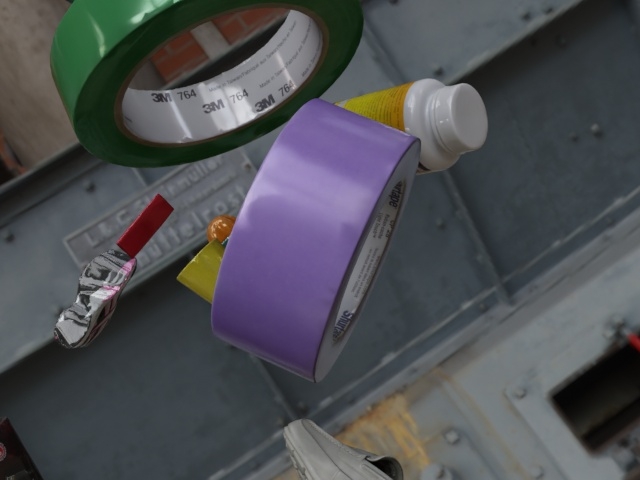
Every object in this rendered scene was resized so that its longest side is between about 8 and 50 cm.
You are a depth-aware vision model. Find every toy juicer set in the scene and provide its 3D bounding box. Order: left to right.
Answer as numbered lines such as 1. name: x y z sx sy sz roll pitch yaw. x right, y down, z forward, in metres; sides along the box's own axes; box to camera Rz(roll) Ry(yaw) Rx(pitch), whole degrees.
1. toy juicer set: -0.085 -0.023 1.290 0.209 0.089 0.329 -47 0 2

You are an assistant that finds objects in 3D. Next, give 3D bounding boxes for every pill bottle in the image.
1. pill bottle: 0.102 -0.138 1.250 0.215 0.117 0.117 -9 1 41

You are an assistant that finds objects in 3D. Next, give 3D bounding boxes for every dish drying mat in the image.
1. dish drying mat: -0.218 -0.018 1.213 0.083 0.008 0.032 -52 -54 -18

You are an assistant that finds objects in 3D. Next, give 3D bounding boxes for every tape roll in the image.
1. tape roll: -0.114 -0.195 1.015 0.321 0.077 0.321 -23 -19 -8
2. tape roll: 0.000 0.000 0.697 0.189 0.080 0.189 22 -90 -81

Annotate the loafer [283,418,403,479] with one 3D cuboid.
1. loafer: 0.055 0.320 1.249 0.111 0.319 0.112 -29 -55 -17

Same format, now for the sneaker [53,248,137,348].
1. sneaker: -0.355 0.094 1.558 0.178 0.072 0.077 -53 -15 -5

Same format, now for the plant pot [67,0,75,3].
1. plant pot: -0.228 -0.353 1.098 0.166 0.234 0.165 -45 -10 -27

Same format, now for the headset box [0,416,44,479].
1. headset box: -0.217 0.291 0.582 0.110 0.293 0.218 -14 19 27
